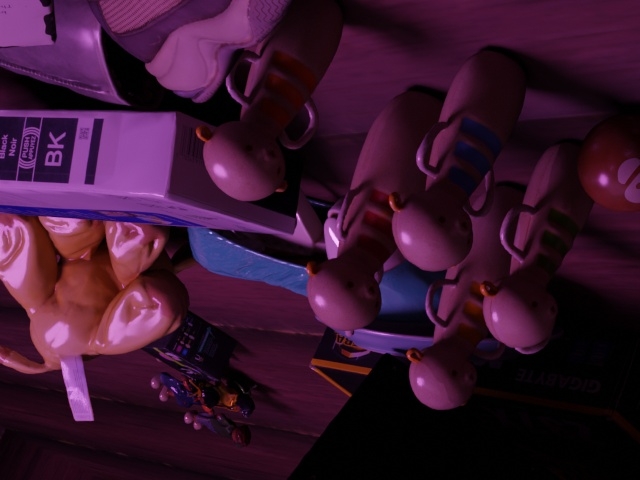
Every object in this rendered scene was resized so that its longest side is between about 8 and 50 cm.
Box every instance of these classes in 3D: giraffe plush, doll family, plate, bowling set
[{"bbox_3d":[-0.184,0.028,1.269,0.181,0.210,0.170,11,-158,10],"label":"giraffe plush"},{"bbox_3d":[-0.134,0.179,1.733,0.111,0.076,0.193,14,157,41],"label":"doll family"},{"bbox_3d":[0.089,0.071,1.091,0.188,0.024,0.188,3,-176,0],"label":"plate"},{"bbox_3d":[0.082,-0.013,0.803,0.200,0.154,0.287,3,153,48],"label":"bowling set"}]

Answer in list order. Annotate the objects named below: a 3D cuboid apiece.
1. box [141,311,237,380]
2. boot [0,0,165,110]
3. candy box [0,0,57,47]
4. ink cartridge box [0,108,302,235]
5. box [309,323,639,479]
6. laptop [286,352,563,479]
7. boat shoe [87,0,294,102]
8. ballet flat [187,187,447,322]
[{"bbox_3d":[-0.149,0.116,1.606,0.083,0.052,0.062,34,159,-30],"label":"box"},{"bbox_3d":[-0.198,-0.128,0.988,0.209,0.076,0.189,11,161,17],"label":"boot"},{"bbox_3d":[-0.219,-0.167,0.715,0.159,0.071,0.233,-5,165,-9],"label":"candy box"},{"bbox_3d":[-0.195,-0.052,1.052,0.333,0.065,0.165,3,174,29],"label":"ink cartridge box"},{"bbox_3d":[0.187,0.153,1.257,0.322,0.079,0.257,6,152,44],"label":"box"},{"bbox_3d":[0.133,0.288,1.047,0.382,0.408,0.236,36,136,6],"label":"laptop"},{"bbox_3d":[-0.059,-0.157,0.618,0.130,0.132,0.355,29,161,-9],"label":"boat shoe"},{"bbox_3d":[0.000,0.000,1.069,0.247,0.083,0.087,11,139,29],"label":"ballet flat"}]
